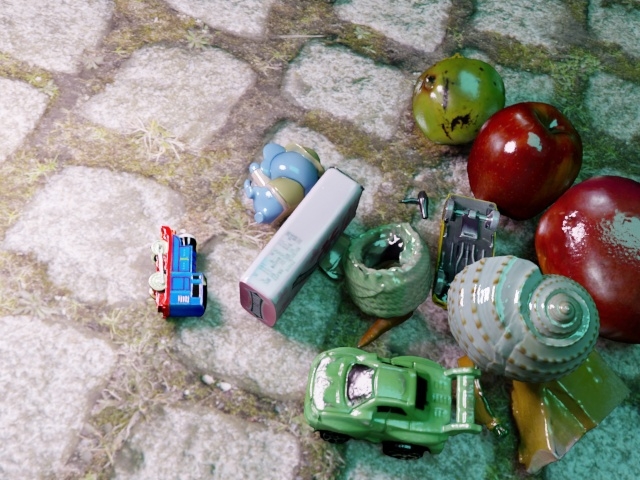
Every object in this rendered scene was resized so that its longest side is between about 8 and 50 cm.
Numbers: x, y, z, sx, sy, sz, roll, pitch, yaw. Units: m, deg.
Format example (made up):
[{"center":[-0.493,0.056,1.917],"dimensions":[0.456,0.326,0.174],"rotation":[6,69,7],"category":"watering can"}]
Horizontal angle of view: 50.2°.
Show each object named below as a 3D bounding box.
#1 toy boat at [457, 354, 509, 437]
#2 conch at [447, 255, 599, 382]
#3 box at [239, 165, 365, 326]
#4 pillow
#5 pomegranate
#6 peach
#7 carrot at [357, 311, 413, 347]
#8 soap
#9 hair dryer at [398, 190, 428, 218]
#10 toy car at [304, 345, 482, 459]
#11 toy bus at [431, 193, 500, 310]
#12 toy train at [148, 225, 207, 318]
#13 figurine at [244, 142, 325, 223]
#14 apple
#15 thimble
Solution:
[{"center":[0.370,0.345,1.571],"dimensions":[0.088,0.089,0.230],"rotation":[-8,54,7],"category":"toy boat"},{"center":[0.410,0.191,1.450],"dimensions":[0.302,0.319,0.215],"rotation":[25,46,-2],"category":"conch"},{"center":[-0.040,0.012,1.593],"dimensions":[0.112,0.190,0.370],"rotation":[35,68,9],"category":"box"},{"center":[0.000,0.000,1.724],"dimensions":[0.217,0.033,0.130],"rotation":[36,64,9],"category":"pillow"},{"center":[0.409,-0.373,1.918],"dimensions":[0.340,0.260,0.261],"rotation":[29,55,-24],"category":"pomegranate"},{"center":[0.730,0.060,1.690],"dimensions":[0.353,0.339,0.417],"rotation":[-40,72,11],"category":"peach"},{"center":[0.151,0.199,1.610],"dimensions":[0.048,0.048,0.216],"rotation":[47,46,15],"category":"carrot"},{"center":[0.488,0.309,1.579],"dimensions":[0.304,0.169,0.339],"rotation":[-25,68,-35],"category":"soap"},{"center":[0.251,-0.095,1.845],"dimensions":[0.083,0.031,0.079],"rotation":[-3,69,2],"category":"hair dryer"},{"center":[0.151,0.339,1.480],"dimensions":[0.358,0.176,0.214],"rotation":[13,58,-4],"category":"toy car"},{"center":[0.353,0.049,1.707],"dimensions":[0.144,0.152,0.330],"rotation":[13,56,2],"category":"toy bus"},{"center":[-0.328,0.074,1.580],"dimensions":[0.131,0.083,0.204],"rotation":[1,62,-12],"category":"toy train"},{"center":[-0.097,-0.148,1.716],"dimensions":[0.180,0.154,0.262],"rotation":[35,46,25],"category":"figurine"},{"center":[0.531,-0.211,1.788],"dimensions":[0.288,0.317,0.288],"rotation":[10,50,-12],"category":"apple"},{"center":[0.162,0.065,1.622],"dimensions":[0.218,0.150,0.219],"rotation":[-6,42,5],"category":"thimble"}]
